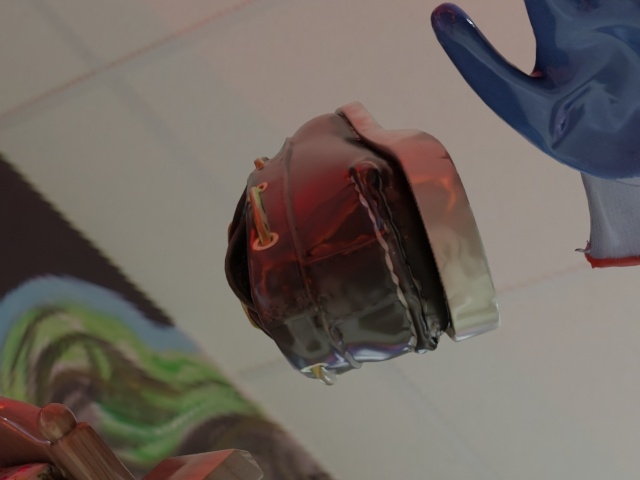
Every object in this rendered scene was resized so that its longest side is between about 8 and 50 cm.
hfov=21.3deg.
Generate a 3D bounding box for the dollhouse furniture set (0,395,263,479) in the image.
[{"bbox_3d":[-0.235,0.128,0.514,0.174,0.303,0.355,54,-30,-10],"label":"dollhouse furniture set"}]

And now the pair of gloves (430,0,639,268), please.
[{"bbox_3d":[0.134,-0.056,0.486,0.198,0.023,0.159,-7,-47,13],"label":"pair of gloves"}]

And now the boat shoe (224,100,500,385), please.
[{"bbox_3d":[0.000,0.000,0.578,0.068,0.228,0.081,-19,-85,-6],"label":"boat shoe"}]
